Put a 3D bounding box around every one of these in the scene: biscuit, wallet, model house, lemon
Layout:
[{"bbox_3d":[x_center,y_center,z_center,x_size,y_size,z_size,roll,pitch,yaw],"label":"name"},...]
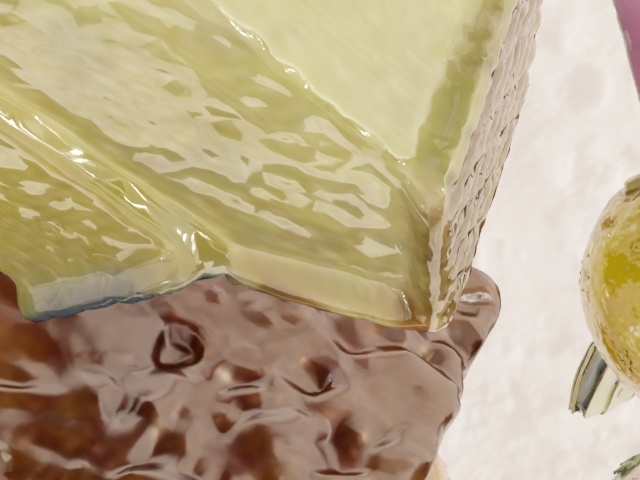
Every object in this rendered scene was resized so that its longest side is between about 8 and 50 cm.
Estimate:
[{"bbox_3d":[-0.116,0.079,0.818,0.395,0.343,0.166,27,132,6],"label":"biscuit"},{"bbox_3d":[0.347,0.149,1.602,0.039,0.155,0.110,30,111,29],"label":"wallet"},{"bbox_3d":[-0.052,-0.103,0.600,0.266,0.261,0.321,39,146,-29],"label":"model house"},{"bbox_3d":[0.370,0.056,1.302,0.236,0.236,0.263,-39,77,29],"label":"lemon"}]

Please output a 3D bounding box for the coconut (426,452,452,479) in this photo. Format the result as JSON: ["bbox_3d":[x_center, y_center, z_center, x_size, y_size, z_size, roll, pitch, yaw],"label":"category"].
[{"bbox_3d":[0.044,0.356,1.673,0.233,0.233,0.245,34,145,14],"label":"coconut"}]

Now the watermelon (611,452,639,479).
[{"bbox_3d":[0.231,0.170,0.770,0.231,0.310,0.193,0,111,67],"label":"watermelon"}]

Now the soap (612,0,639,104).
[{"bbox_3d":[0.411,-0.260,1.547,0.081,0.181,0.259,8,139,36],"label":"soap"}]
